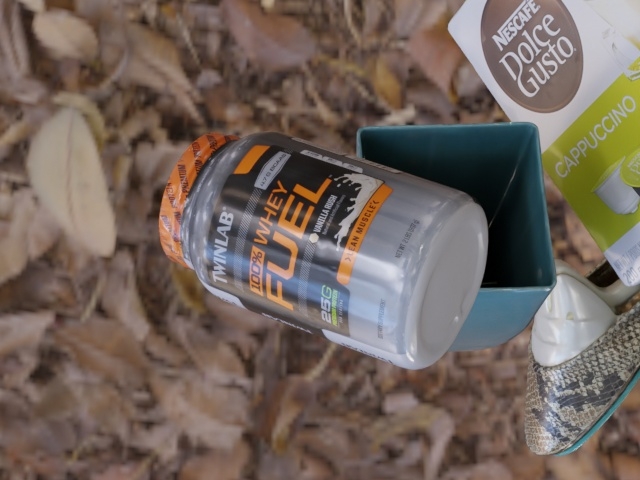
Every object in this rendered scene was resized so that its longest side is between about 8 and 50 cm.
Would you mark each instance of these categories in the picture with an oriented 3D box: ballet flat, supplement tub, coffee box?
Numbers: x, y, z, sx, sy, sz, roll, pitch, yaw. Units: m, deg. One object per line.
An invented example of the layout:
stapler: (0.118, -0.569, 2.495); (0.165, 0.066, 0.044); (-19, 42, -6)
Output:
ballet flat: (0.364, 0.029, 1.973); (0.483, 0.164, 0.182); (-46, 115, 7)
supplement tub: (0.000, 0.000, 1.086); (0.190, 0.117, 0.117); (18, 137, 24)
coffee box: (0.396, -0.215, 1.653); (0.338, 0.334, 0.337); (-24, 166, -36)

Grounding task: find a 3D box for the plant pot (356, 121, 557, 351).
plant pot: (0.113, 0.018, 1.616); (0.166, 0.165, 0.234); (-2, 155, -4)
